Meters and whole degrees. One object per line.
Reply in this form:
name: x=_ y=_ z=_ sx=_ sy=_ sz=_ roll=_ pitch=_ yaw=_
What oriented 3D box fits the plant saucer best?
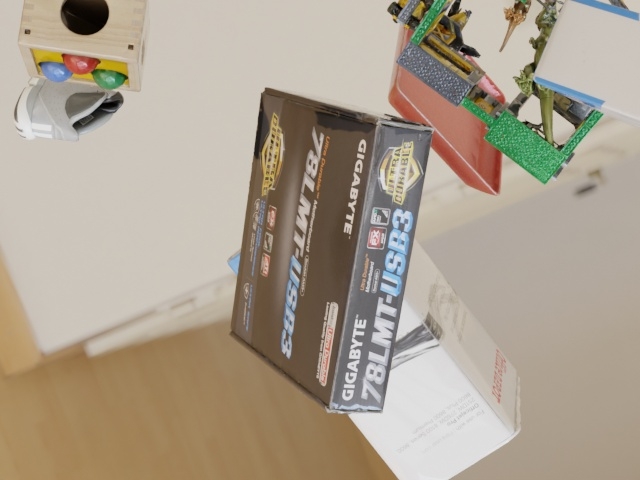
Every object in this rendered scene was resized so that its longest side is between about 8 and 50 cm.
plant saucer: x=0.194 y=-0.222 z=2.116 sx=0.258 sy=0.048 sz=0.259 roll=43 pitch=35 yaw=-27

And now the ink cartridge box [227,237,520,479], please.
ink cartridge box: x=0.083 y=0.107 z=1.800 sx=0.395 sy=0.166 sz=0.285 roll=52 pitch=14 yaw=-3

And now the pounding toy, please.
pounding toy: x=-0.292 y=-0.229 z=1.447 sx=0.181 sy=0.206 sz=0.094 roll=125 pitch=-28 yaw=-79

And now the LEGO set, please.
LEGO set: x=0.262 y=-0.243 z=1.662 sx=0.331 sy=0.255 sz=0.192 roll=31 pitch=34 yaw=9

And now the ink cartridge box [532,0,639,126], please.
ink cartridge box: x=0.308 y=-0.134 z=1.183 sx=0.148 sy=0.085 sz=0.203 roll=27 pitch=10 yaw=40

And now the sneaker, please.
sneaker: x=-0.327 y=-0.229 z=1.888 sx=0.086 sy=0.132 sz=0.228 roll=80 pitch=24 yaw=-64

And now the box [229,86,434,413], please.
box: x=0.000 y=0.000 z=1.429 sx=0.293 sy=0.073 sz=0.295 roll=-151 pitch=-113 yaw=-64
